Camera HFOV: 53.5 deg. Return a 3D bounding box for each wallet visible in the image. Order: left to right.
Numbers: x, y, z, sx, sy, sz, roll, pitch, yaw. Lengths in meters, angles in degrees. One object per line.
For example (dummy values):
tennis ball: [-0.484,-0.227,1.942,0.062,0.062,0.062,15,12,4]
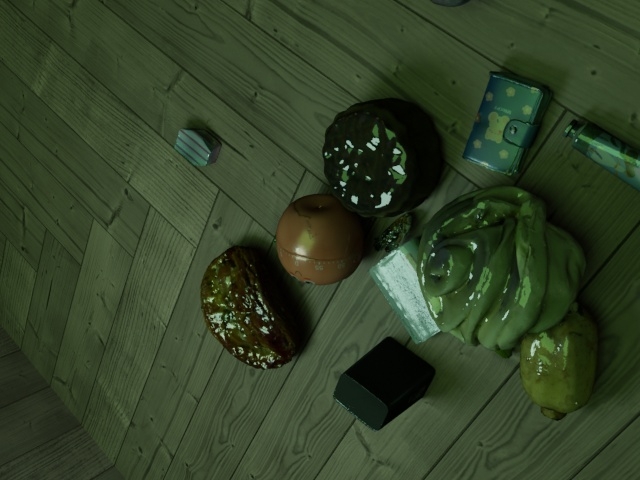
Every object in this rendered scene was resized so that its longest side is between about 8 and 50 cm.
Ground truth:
wallet: [0.399,-0.250,1.368,0.141,0.059,0.202,27,118,26]

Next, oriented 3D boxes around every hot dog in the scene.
hot dog: [-0.212,0.207,1.895,0.267,0.174,0.388,-33,82,37]

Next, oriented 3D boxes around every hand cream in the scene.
hand cream: [0.601,-0.159,1.254,0.256,0.055,0.088,36,127,16]

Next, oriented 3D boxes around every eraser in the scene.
eraser: [0.239,0.126,1.590,0.174,0.081,0.227,-41,78,41]

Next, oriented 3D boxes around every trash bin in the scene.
trash bin: [0.161,0.366,1.627,0.165,0.225,0.115,35,121,25]

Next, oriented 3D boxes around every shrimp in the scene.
shrimp: [0.177,-0.008,1.601,0.034,0.091,0.161,30,137,-15]

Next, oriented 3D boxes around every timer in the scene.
timer: [0.000,0.000,1.638,0.229,0.229,0.215,18,128,32]

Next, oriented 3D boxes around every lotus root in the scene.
lotus root: [0.515,0.262,1.381,0.160,0.146,0.284,24,123,53]

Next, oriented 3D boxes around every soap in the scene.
soap: [-0.373,-0.288,1.944,0.149,0.056,0.100,39,125,23]

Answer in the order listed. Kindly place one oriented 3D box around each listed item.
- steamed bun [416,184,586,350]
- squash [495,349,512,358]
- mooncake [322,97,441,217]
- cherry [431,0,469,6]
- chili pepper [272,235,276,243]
steamed bun: [0.344,0.045,1.332,0.339,0.247,0.352,-38,48,29]
squash: [0.398,0.186,1.499,0.066,0.066,0.201,-27,92,39]
mooncake: [0.138,-0.191,1.519,0.290,0.161,0.290,13,112,36]
cherry: [0.258,-0.590,1.292,0.213,0.183,0.266,45,113,1]
chili pepper: [-0.108,0.024,1.859,0.091,0.034,0.030,60,162,5]
